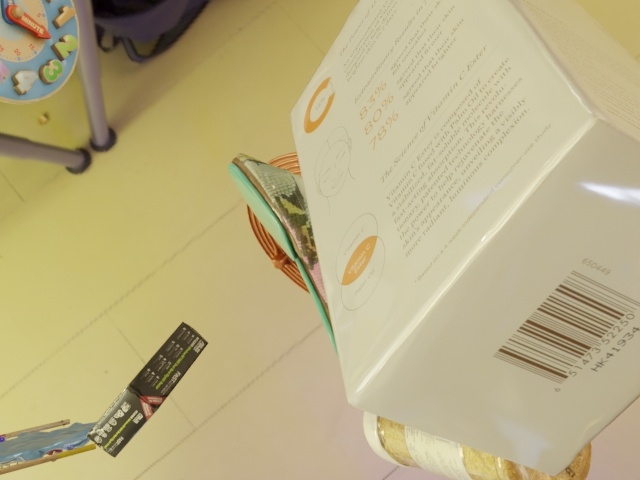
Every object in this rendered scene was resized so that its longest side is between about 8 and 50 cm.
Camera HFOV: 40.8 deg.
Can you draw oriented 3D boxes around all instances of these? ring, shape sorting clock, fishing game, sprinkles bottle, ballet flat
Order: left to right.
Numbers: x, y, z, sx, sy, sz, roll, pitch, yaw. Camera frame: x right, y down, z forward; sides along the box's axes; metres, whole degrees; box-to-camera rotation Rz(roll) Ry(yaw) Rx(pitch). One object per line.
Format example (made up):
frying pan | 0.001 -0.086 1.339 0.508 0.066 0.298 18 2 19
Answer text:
shape sorting clock | -0.365 -0.263 1.006 0.040 0.206 0.206 -10 74 32
fishing game | -0.366 0.273 1.121 0.189 0.264 0.041 -10 90 -27
ballet flat | 0.000 0.000 0.743 0.079 0.077 0.221 -29 62 -7
ring | 0.037 0.010 1.248 0.336 0.337 0.032 25 53 11
sprinkles bottle | 0.175 0.238 1.062 0.121 0.355 0.121 2 84 -21

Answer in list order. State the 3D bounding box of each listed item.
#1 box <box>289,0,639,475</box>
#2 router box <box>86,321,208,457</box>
box | 0.115 -0.054 0.603 0.168 0.345 0.215 23 120 -24
router box | -0.173 0.150 0.873 0.038 0.122 0.092 41 122 -3
